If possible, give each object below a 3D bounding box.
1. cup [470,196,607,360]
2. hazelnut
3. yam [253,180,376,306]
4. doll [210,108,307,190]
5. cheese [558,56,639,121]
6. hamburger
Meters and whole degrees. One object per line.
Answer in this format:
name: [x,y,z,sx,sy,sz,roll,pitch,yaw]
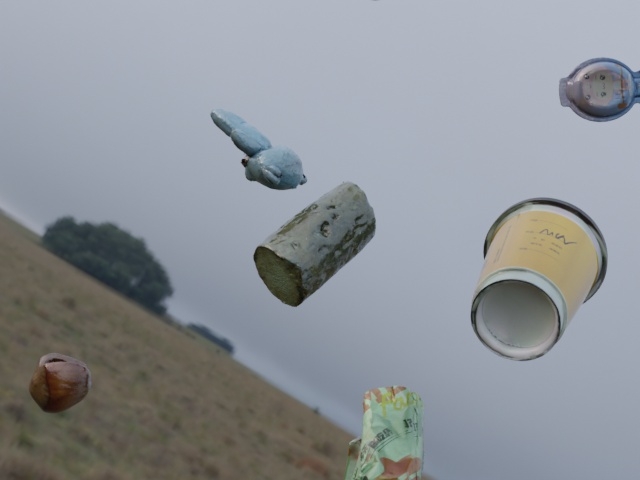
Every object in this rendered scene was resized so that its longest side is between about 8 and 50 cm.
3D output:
cup: [0.323,0.060,1.695,0.196,0.196,0.280,29,30,7]
hazelnut: [-0.344,0.189,1.486,0.086,0.086,0.086,29,-8,4]
yam: [0.000,0.000,1.669,0.107,0.194,0.107,35,-33,26]
doll: [-0.104,-0.131,1.713,0.179,0.075,0.120,34,16,20]
cheese: [0.616,-0.314,2.320,0.244,0.135,0.052,-3,-1,6]
hamburger: [0.105,0.349,1.769,0.125,0.214,0.235,10,-44,11]
